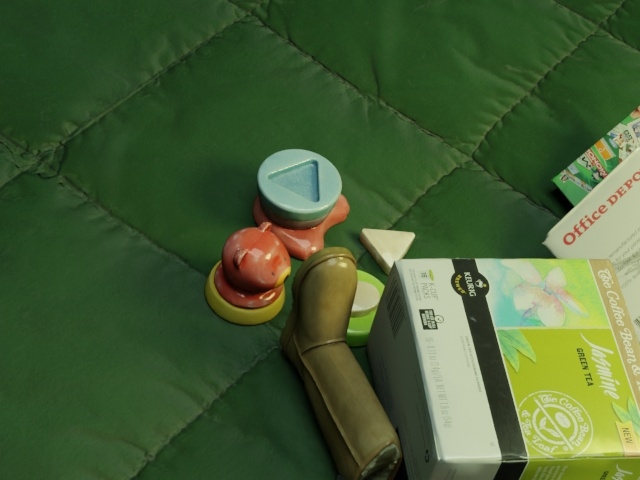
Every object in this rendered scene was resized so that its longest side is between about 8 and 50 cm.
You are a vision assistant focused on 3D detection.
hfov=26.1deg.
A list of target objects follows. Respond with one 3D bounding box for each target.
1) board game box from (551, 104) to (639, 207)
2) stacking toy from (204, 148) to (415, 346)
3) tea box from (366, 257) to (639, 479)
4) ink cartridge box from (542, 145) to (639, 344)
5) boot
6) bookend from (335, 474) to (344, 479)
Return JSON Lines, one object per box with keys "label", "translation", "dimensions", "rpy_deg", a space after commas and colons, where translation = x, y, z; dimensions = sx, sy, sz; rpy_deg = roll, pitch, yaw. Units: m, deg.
{"label": "board game box", "translation": [0.546, -0.051, 2.199], "dimensions": [0.213, 0.046, 0.317], "rpy_deg": [-41, 60, 12]}
{"label": "stacking toy", "translation": [0.000, 0.000, 2.062], "dimensions": [0.279, 0.130, 0.309], "rpy_deg": [19, 49, 4]}
{"label": "tea box", "translation": [0.259, 0.213, 1.879], "dimensions": [0.323, 0.220, 0.329], "rpy_deg": [0, 50, -13]}
{"label": "ink cartridge box", "translation": [0.526, 0.042, 2.076], "dimensions": [0.223, 0.129, 0.307], "rpy_deg": [-45, 62, 11]}
{"label": "boot", "translation": [0.041, 0.177, 1.858], "dimensions": [0.089, 0.236, 0.269], "rpy_deg": [-9, 49, -22]}
{"label": "bookend", "translation": [0.077, 0.402, 1.775], "dimensions": [0.156, 0.072, 0.157], "rpy_deg": [14, 48, -2]}
